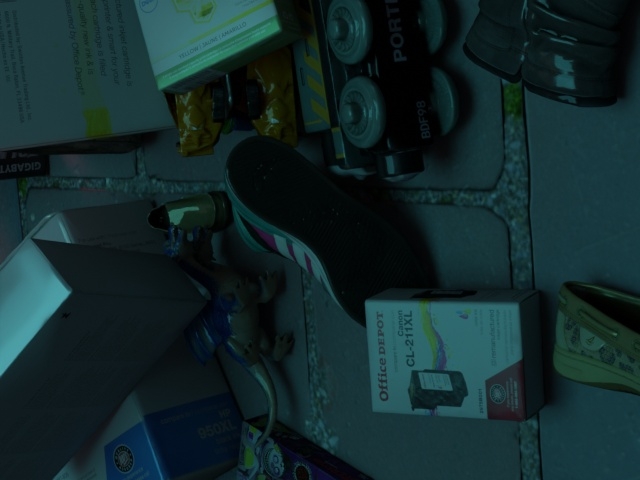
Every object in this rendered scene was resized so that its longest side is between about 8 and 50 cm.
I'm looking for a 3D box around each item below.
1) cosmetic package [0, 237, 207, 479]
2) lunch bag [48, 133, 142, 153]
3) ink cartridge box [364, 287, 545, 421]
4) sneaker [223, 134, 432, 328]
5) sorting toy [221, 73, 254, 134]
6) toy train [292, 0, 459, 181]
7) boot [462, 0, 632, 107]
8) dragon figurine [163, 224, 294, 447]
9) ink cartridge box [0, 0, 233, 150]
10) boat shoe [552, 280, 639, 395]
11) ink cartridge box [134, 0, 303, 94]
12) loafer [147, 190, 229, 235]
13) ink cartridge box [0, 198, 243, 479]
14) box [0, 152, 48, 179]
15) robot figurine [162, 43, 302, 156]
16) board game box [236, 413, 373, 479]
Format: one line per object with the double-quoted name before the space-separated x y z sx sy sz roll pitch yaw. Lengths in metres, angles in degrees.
"cosmetic package" -0.346 0.170 1.636 0.377 0.284 0.097 -48 70 14
"lunch bag" -0.396 -0.253 1.907 0.305 0.213 0.256 2 89 49
"ink cartridge box" 0.141 0.119 1.448 0.175 0.072 0.127 -1 99 27
"sneaker" 0.000 0.000 1.588 0.295 0.124 0.178 45 175 -6
"sorting toy" -0.093 -0.165 1.716 0.102 0.042 0.061 136 130 -56
"toy train" 0.040 -0.226 1.491 0.190 0.142 0.334 -4 97 60
"boot" 0.173 -0.281 1.346 0.338 0.118 0.222 44 133 38
"dragon figurine" -0.116 0.111 1.754 0.144 0.085 0.289 -3 104 49
"ink cartridge box" -0.326 -0.255 1.677 0.160 0.385 0.279 -176 78 -67
"boat shoe" 0.326 0.096 1.257 0.285 0.105 0.089 6 105 48
"ink cartridge box" -0.128 -0.299 1.507 0.171 0.056 0.235 -22 78 27
"loafer" -0.176 -0.031 1.820 0.148 0.050 0.056 -15 87 48
"ink cartridge box" -0.295 0.180 1.907 0.285 0.166 0.395 -37 72 44
"box" -0.620 -0.132 2.102 0.293 0.295 0.073 13 108 45
"robot figurine" -0.110 -0.248 1.620 0.085 0.211 0.291 -148 54 -85
"board game box" -0.038 0.422 1.769 0.208 0.056 0.346 22 114 39
